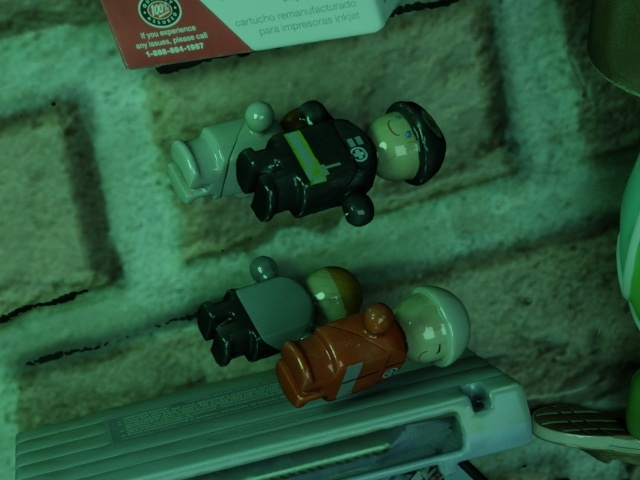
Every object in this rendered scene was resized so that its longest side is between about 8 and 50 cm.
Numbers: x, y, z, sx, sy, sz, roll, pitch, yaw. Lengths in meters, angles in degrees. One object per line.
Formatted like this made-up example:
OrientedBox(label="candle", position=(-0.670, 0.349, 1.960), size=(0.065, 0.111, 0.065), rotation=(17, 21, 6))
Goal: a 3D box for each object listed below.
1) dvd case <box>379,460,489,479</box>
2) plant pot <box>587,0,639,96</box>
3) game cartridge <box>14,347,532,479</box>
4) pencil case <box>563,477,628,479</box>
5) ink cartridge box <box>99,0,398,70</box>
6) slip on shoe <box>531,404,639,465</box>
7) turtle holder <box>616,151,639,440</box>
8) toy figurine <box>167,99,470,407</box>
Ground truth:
OrientedBox(label="dvd case", position=(0.036, 0.274, 1.364), size=(0.253, 0.022, 0.180), rotation=(-44, 109, 3))
OrientedBox(label="plant pot", position=(0.293, -0.241, 1.141), size=(0.215, 0.215, 0.230), rotation=(-13, 122, -9))
OrientedBox(label="game cartridge", position=(-0.046, 0.148, 1.198), size=(0.355, 0.230, 0.068), rotation=(-13, 95, -8))
OrientedBox(label="pencil case", position=(0.242, 0.325, 1.389), size=(0.104, 0.104, 0.236), rotation=(-2, 105, -12))
OrientedBox(label="ink cartridge box", position=(-0.071, -0.267, 1.070), size=(0.197, 0.114, 0.272), rotation=(-6, 120, 22))
OrientedBox(label="slip on shoe", position=(0.237, 0.168, 1.367), size=(0.135, 0.051, 0.041), rotation=(4, 117, -20))
OrientedBox(label="turtle holder", position=(0.344, 0.018, 1.246), size=(0.243, 0.227, 0.320), rotation=(-17, 121, -5))
OrientedBox(label="toy figurine", position=(0.000, 0.000, 1.179), size=(0.148, 0.209, 0.213), rotation=(-17, 104, -24))
